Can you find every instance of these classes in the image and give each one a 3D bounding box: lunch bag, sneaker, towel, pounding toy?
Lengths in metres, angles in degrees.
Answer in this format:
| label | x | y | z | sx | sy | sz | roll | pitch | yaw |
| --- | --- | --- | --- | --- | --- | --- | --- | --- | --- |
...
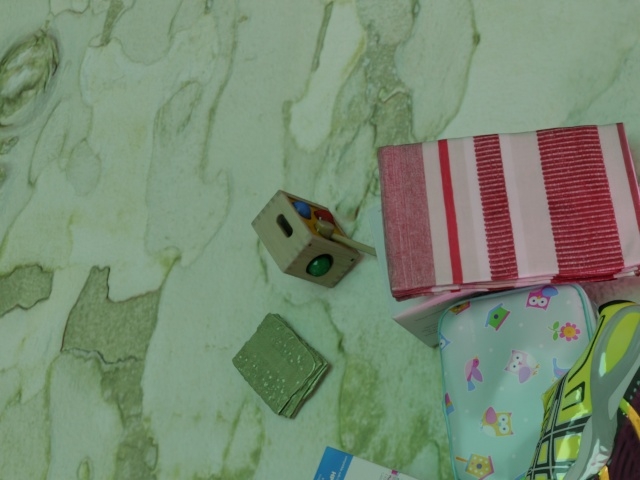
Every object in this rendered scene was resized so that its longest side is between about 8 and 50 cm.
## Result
| label | x | y | z | sx | sy | sz | roll | pitch | yaw |
| --- | --- | --- | --- | --- | --- | --- | --- | --- | --- |
| lunch bag | 0.270 | 0.198 | 1.677 | 0.224 | 0.108 | 0.279 | -14 | 63 | 19 |
| sneaker | 0.305 | 0.245 | 1.515 | 0.384 | 0.145 | 0.147 | -60 | 31 | 10 |
| towel | -0.060 | 0.182 | 1.959 | 0.110 | 0.027 | 0.148 | -52 | 52 | 3 |
| pounding toy | 0.000 | 0.000 | 1.955 | 0.100 | 0.130 | 0.141 | -50 | 49 | 19 |
| towel | 0.243 | -0.041 | 1.723 | 0.329 | 0.037 | 0.237 | -6 | 56 | 5 |

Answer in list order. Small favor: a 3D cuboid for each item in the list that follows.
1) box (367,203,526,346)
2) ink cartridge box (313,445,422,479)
| label | x | y | z | sx | sy | sz | roll | pitch | yaw |
| --- | --- | --- | --- | --- | --- | --- | --- | --- | --- |
| box | 0.180 | 0.019 | 1.819 | 0.182 | 0.119 | 0.181 | -25 | 55 | 21 |
| ink cartridge box | 0.115 | 0.343 | 1.694 | 0.231 | 0.134 | 0.078 | 14 | 76 | 38 |
